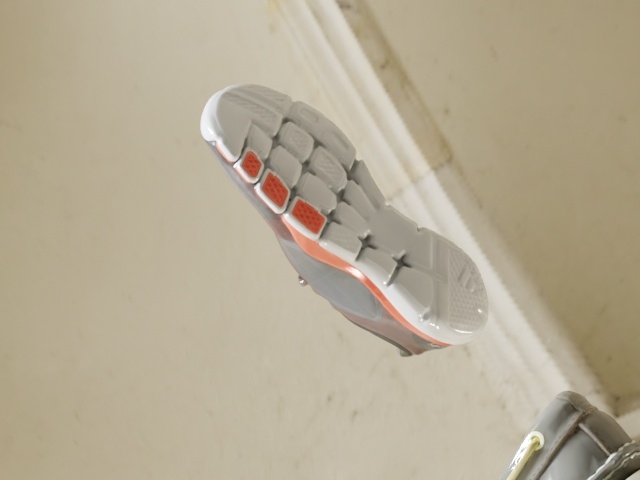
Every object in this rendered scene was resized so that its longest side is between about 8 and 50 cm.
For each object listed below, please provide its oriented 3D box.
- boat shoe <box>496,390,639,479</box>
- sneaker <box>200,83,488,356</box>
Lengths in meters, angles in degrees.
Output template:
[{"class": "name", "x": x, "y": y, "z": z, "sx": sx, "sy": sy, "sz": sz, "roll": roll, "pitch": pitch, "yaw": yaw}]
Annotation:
[{"class": "boat shoe", "x": 0.123, "y": 0.215, "z": 1.041, "sx": 0.109, "sy": 0.305, "sz": 0.091, "roll": -22, "pitch": -118, "yaw": -41}, {"class": "sneaker", "x": 0.000, "y": 0.000, "z": 0.707, "sx": 0.158, "sy": 0.065, "sz": 0.061, "roll": 44, "pitch": -131, "yaw": -6}]
